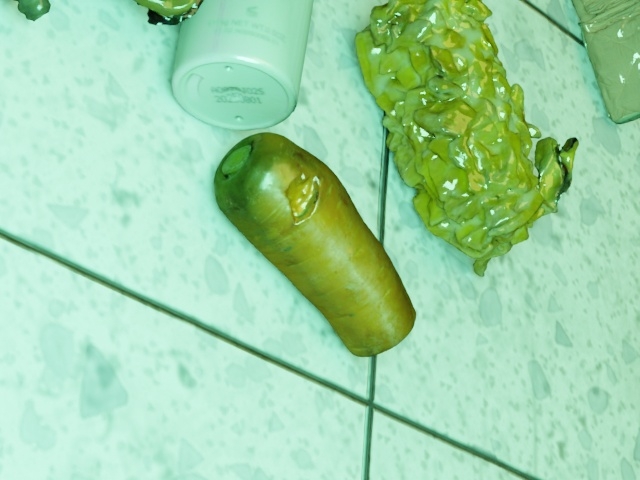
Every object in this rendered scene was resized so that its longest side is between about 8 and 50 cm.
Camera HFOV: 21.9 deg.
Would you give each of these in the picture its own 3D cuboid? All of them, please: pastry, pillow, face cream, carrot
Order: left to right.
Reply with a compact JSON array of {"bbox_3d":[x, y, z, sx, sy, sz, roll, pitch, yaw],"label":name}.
[{"bbox_3d":[-0.045,-0.253,1.308,0.102,0.102,0.345,32,52,-34],"label":"face cream"},{"bbox_3d":[0.000,0.000,1.255,0.193,0.087,0.087,47,44,-25],"label":"carrot"},{"bbox_3d":[0.126,-0.098,1.418,0.154,0.102,0.250,-21,87,-47],"label":"pastry"},{"bbox_3d":[0.312,-0.242,1.666,0.043,0.126,0.232,-2,74,-59],"label":"pillow"}]

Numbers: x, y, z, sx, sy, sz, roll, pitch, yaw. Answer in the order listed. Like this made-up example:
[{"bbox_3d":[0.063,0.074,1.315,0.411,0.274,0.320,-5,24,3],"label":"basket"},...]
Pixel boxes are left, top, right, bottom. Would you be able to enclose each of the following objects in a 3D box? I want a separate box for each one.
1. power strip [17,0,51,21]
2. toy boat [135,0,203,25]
[{"bbox_3d":[-0.282,-0.322,1.117,0.092,0.066,0.387,-31,93,-51],"label":"power strip"},{"bbox_3d":[-0.147,-0.384,1.204,0.162,0.136,0.445,-12,75,-16],"label":"toy boat"}]
